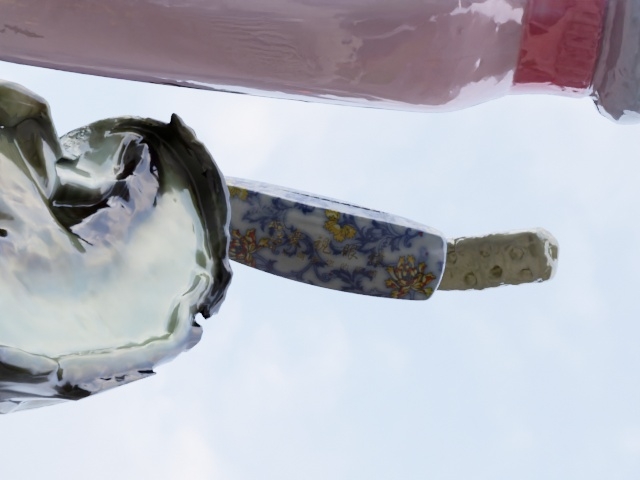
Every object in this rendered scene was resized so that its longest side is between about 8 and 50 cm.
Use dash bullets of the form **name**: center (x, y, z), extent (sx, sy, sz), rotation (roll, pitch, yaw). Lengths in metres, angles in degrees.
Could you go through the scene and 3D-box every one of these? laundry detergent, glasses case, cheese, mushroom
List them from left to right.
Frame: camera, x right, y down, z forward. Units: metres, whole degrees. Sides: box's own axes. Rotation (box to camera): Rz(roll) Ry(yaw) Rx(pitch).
- **mushroom**: center (-0.208, 0.004, 1.082), extent (0.130, 0.344, 0.247), rotation (-28, -88, 32)
- **glasses case**: center (0.000, 0.000, 1.513), extent (0.247, 0.065, 0.087), rotation (12, -69, -2)
- **laundry detergent**: center (0.001, -0.113, 0.707), extent (0.335, 0.159, 0.088), rotation (8, -57, 1)
- **cheese**: center (0.182, 0.023, 1.691), extent (0.194, 0.043, 0.065), rotation (-6, -90, 50)
